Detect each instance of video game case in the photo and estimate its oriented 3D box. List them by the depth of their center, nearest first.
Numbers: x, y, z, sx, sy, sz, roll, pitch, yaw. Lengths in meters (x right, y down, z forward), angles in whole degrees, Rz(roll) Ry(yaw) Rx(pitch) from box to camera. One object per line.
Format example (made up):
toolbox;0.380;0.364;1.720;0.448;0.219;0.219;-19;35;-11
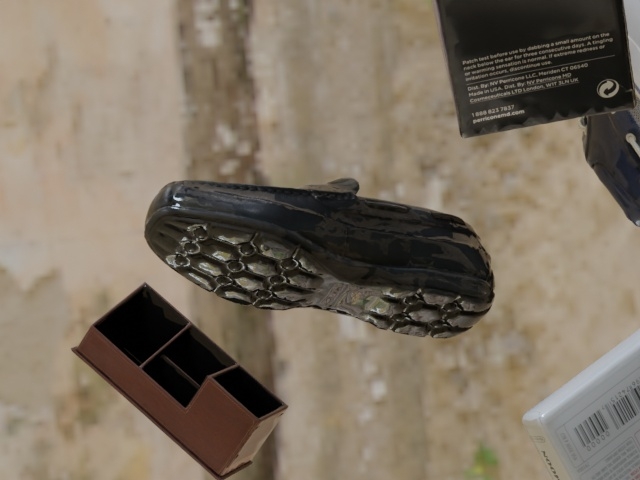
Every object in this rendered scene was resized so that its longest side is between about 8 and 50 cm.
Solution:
video game case;0.210;0.111;0.969;0.173;0.190;0.022;61;155;-9

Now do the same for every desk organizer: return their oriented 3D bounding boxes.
desk organizer;-0.088;0.087;1.229;0.130;0.047;0.050;40;112;15

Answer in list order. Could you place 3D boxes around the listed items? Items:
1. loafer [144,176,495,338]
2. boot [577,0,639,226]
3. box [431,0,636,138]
loafer;0.000;0.000;1.150;0.076;0.223;0.078;-51;34;45
boot;0.185;-0.101;1.238;0.086;0.069;0.190;-52;48;35
box;0.095;-0.211;1.062;0.261;0.103;0.184;-95;-5;-50
